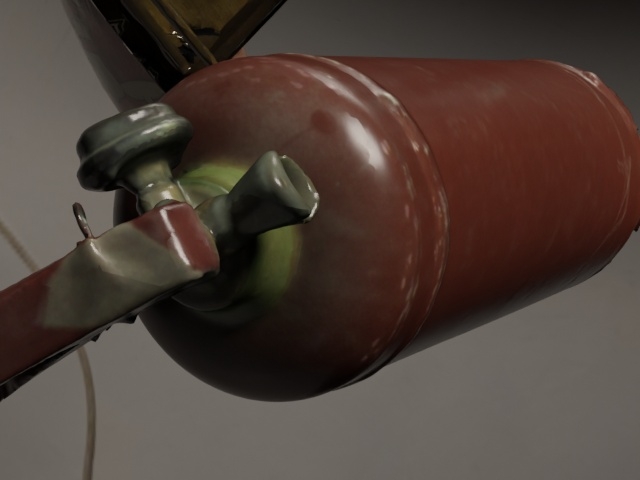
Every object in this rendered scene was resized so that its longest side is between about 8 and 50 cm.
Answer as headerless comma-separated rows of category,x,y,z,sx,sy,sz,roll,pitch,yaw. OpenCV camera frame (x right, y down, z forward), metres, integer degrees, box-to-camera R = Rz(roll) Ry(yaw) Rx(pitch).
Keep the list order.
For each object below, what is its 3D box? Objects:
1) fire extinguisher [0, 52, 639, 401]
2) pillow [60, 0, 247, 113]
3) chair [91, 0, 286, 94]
fire extinguisher,0.000,0.000,0.465,0.147,0.337,0.106,-36,78,28
pillow,-0.143,-0.178,1.097,0.084,0.236,0.223,-33,114,-21
chair,-0.102,-0.206,0.889,0.160,0.319,0.186,-50,119,-11
